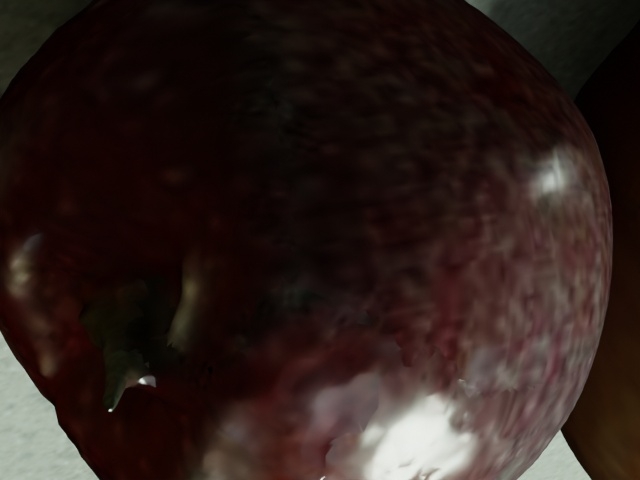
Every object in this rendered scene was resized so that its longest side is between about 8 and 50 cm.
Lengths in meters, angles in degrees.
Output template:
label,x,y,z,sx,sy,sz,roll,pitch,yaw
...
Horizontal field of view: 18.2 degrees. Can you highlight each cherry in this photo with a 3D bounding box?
label,x,y,z,sx,sy,sz,roll,pitch,yaw
cherry,0.000,0.000,0.745,0.300,0.230,0.203,-17,144,-54

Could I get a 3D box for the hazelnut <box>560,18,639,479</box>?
label,x,y,z,sx,sy,sz,roll,pitch,yaw
hazelnut,0.288,0.009,0.895,0.359,0.359,0.409,-13,154,-23
